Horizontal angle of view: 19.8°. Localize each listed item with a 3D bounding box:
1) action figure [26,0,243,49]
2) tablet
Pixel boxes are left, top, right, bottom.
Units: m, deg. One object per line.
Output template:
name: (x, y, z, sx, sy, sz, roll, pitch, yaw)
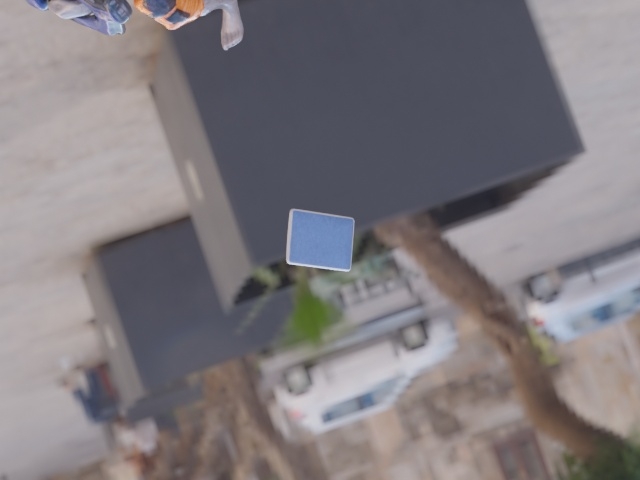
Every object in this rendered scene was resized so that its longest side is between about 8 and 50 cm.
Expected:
action figure: (-0.268, -0.321, 1.941, 0.341, 0.178, 0.330, 26, 176, 27)
tablet: (0.000, 0.000, 1.798, 0.083, 0.054, 0.006, 8, 174, -40)
